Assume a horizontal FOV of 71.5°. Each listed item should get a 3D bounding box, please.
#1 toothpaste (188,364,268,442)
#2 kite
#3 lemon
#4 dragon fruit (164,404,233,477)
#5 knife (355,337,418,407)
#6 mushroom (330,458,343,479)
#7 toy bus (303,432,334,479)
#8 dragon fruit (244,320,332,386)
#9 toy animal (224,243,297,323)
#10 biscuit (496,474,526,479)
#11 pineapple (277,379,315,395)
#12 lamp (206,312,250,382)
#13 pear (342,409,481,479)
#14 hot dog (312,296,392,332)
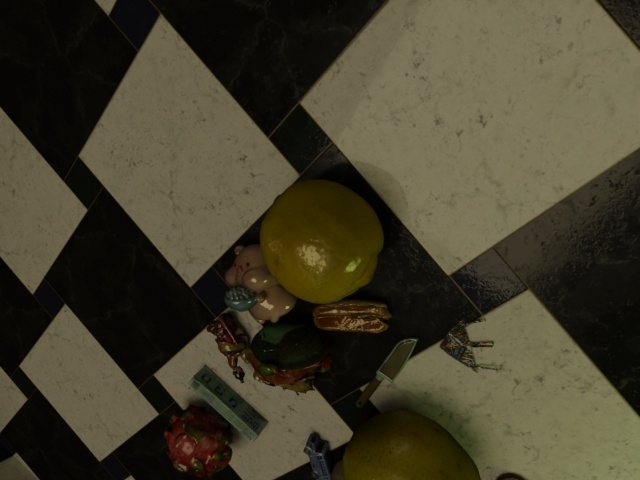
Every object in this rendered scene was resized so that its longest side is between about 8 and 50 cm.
[{"bbox_3d":[-0.358,0.631,1.723,0.336,0.081,0.067,40,120,6],"label":"toothpaste"},{"bbox_3d":[0.425,0.307,1.302,0.160,0.010,0.183,-11,100,30],"label":"kite"},{"bbox_3d":[0.000,0.000,1.203,0.347,0.348,0.348,8,111,21],"label":"lemon"},{"bbox_3d":[-0.482,0.784,1.756,0.302,0.237,0.231,21,95,27],"label":"dragon fruit"},{"bbox_3d":[0.213,0.428,1.429,0.061,0.027,0.343,34,116,13],"label":"knife"},{"bbox_3d":[0.139,0.850,1.528,0.226,0.178,0.226,35,163,13],"label":"mushroom"},{"bbox_3d":[-0.002,0.792,1.631,0.076,0.073,0.168,-7,109,23],"label":"toy bus"},{"bbox_3d":[-0.108,0.350,1.419,0.295,0.268,0.130,0,120,8],"label":"dragon fruit"},{"bbox_3d":[-0.176,0.137,1.408,0.209,0.230,0.221,-8,148,45],"label":"toy animal"},{"bbox_3d":[0.609,0.807,1.393,0.124,0.026,0.175,-5,106,26],"label":"biscuit"},{"bbox_3d":[-0.110,0.471,1.541,0.221,0.047,0.221,12,141,10],"label":"pineapple"},{"bbox_3d":[-0.306,0.382,1.595,0.118,0.118,0.253,-29,94,29],"label":"lamp"},{"bbox_3d":[0.267,0.699,1.326,0.417,0.362,0.363,11,113,14],"label":"pear"},{"bbox_3d":[0.092,0.231,1.387,0.269,0.072,0.110,0,106,22],"label":"hot dog"}]
